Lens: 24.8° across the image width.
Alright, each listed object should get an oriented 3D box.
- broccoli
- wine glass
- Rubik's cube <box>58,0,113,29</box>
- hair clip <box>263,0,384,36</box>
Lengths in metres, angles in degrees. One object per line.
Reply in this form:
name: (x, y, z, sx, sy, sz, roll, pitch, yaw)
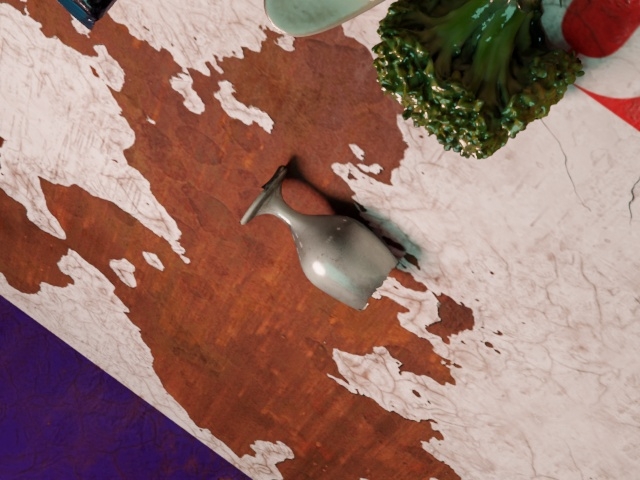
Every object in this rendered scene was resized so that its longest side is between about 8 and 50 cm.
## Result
broccoli: (0.178, -0.203, 1.705, 0.242, 0.180, 0.273, 31, 152, -2)
wine glass: (0.000, 0.000, 2.257, 0.241, 0.126, 0.126, 39, 151, 2)
Rubik's cube: (-0.273, -0.446, 1.638, 0.307, 0.305, 0.310, 44, 174, -12)
hair clip: (0.028, -0.342, 1.762, 0.172, 0.113, 0.282, 42, 138, -11)
